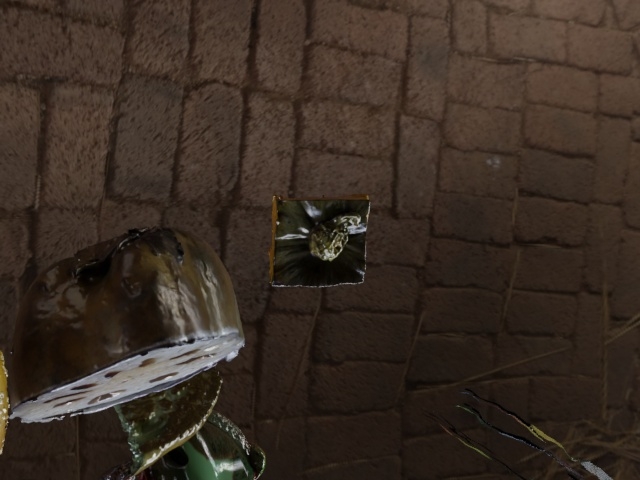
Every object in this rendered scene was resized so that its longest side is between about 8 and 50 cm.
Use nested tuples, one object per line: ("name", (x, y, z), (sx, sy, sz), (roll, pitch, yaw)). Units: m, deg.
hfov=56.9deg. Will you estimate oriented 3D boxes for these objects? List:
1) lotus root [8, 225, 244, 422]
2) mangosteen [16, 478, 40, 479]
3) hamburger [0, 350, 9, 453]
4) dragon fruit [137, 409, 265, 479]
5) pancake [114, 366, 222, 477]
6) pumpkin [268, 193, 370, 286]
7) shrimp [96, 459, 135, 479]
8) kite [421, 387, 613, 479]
("lotus root", (-0.230, 0.087, 0.692), (0.272, 0.272, 0.191), (-12, 78, -21))
("mangosteen", (-0.404, 0.382, 0.774), (0.140, 0.140, 0.139), (-1, 92, -22))
("hamburger", (-0.344, 0.151, 0.500), (0.118, 0.191, 0.181), (4, 132, -51))
("dragon fruit", (-0.256, 0.481, 1.245), (0.269, 0.130, 0.295), (-3, 60, -42))
("pancake", (-0.289, 0.290, 1.087), (0.198, 0.376, 0.054), (10, 110, 2))
("pumpkin", (0.000, 0.000, 0.479), (0.084, 0.054, 0.074), (-2, 102, -14))
("shrimp", (-0.437, 0.521, 1.282), (0.073, 0.074, 0.190), (33, 112, -27))
("kite", (0.183, 0.159, 0.300), (0.286, 0.152, 0.015), (32, 96, 19))
